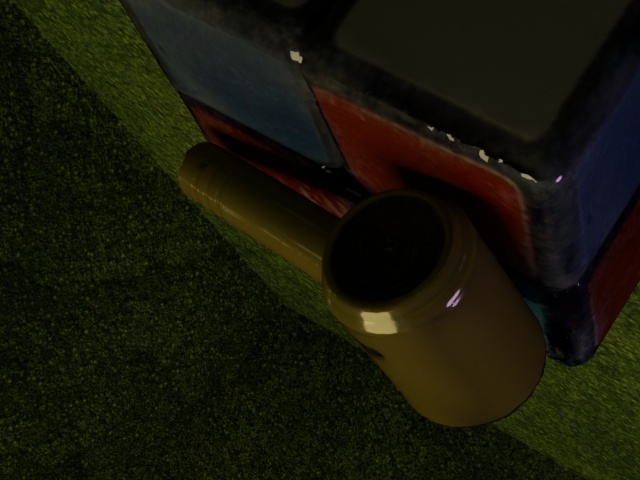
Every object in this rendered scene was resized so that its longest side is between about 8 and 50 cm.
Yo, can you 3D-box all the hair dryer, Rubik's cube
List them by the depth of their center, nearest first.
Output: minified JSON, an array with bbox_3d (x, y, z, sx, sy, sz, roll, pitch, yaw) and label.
[{"bbox_3d":[0.000,0.000,0.748,0.279,0.090,0.135,32,169,40],"label":"hair dryer"},{"bbox_3d":[0.103,-0.155,0.797,0.313,0.316,0.318,29,168,23],"label":"Rubik's cube"}]
